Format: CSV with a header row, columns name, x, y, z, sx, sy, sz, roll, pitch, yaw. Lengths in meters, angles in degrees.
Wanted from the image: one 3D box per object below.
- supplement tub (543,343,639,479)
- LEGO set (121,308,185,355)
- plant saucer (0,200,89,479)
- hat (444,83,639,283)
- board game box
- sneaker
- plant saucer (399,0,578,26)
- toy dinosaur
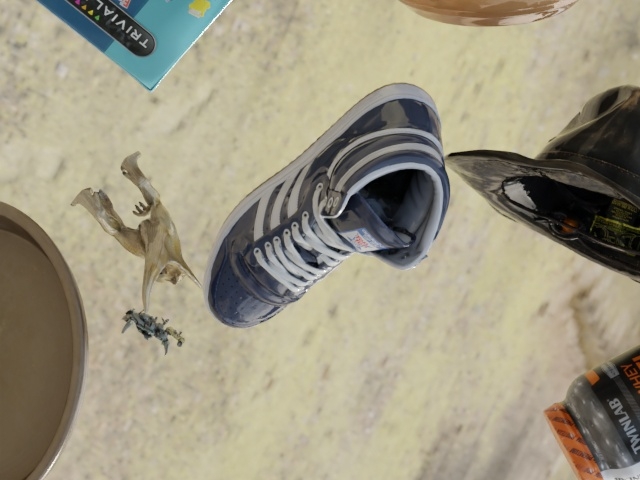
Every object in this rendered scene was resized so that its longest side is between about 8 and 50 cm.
name,x,y,z,sx,sy,sz,roll,pitch,yaw
supplement tub,0.305,0.149,1.162,0.190,0.117,0.117,-29,157,2
LEGO set,-0.145,0.074,1.135,0.023,0.054,0.083,-49,176,13
plant saucer,-0.301,0.102,1.101,0.041,0.277,0.278,12,103,-60
hat,0.272,-0.054,1.127,0.134,0.331,0.331,-62,160,-4
board game box,-0.181,-0.371,1.447,0.336,0.253,0.079,-44,-160,24
sneaker,0.000,0.000,1.095,0.282,0.099,0.153,-46,-155,19
plant saucer,0.152,-0.236,1.160,0.200,0.200,0.037,-41,135,-47
toy dinosaur,-0.105,-0.004,0.803,0.053,0.093,0.183,-40,-178,-2
